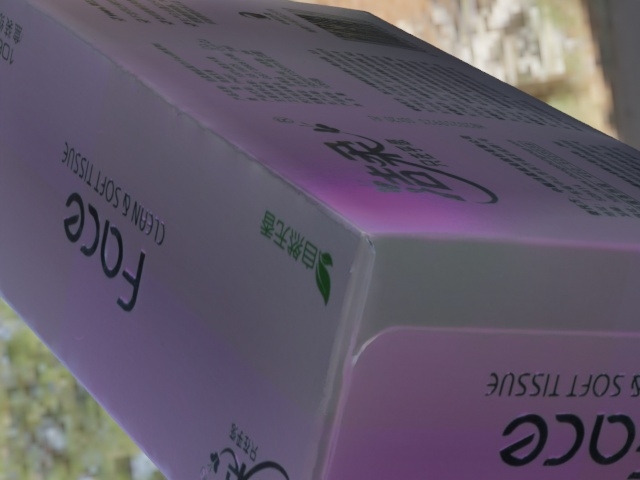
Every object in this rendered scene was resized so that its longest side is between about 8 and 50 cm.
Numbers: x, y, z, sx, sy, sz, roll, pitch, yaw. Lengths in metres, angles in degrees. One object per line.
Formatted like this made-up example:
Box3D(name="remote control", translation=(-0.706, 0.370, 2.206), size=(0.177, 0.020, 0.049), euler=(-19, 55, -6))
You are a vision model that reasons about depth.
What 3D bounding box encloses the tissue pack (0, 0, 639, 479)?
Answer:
Box3D(name="tissue pack", translation=(0.000, 0.000, 0.541), size=(0.246, 0.148, 0.093), euler=(38, 119, 54))
